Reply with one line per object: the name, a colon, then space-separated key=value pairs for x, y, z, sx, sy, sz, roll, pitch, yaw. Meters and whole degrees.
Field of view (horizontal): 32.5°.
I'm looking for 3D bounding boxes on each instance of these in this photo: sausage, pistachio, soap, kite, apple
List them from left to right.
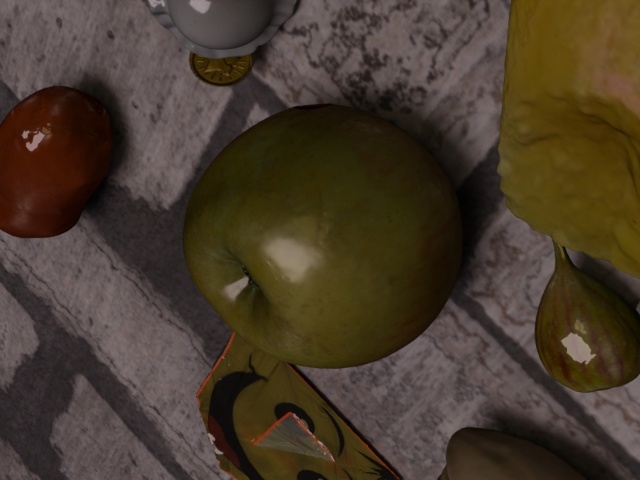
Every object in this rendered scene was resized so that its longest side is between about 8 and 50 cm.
sausage: x=-0.328 y=-0.088 z=1.290 sx=0.133 sy=0.133 sz=0.258 roll=51 pitch=142 yaw=4
kite: x=-0.030 y=0.262 z=1.339 sx=0.327 sy=0.013 sz=0.378 roll=2 pitch=117 yaw=42
apple: x=0.000 y=0.000 z=0.988 sx=0.261 sy=0.194 sz=0.261 roll=31 pitch=141 yaw=29
pistachio: x=0.198 y=0.266 z=1.026 sx=0.215 sy=0.144 sz=0.144 roll=35 pitch=137 yaw=32
soap: x=0.261 y=-0.119 z=0.716 sx=0.306 sy=0.115 sz=0.427 roll=29 pitch=134 yaw=30

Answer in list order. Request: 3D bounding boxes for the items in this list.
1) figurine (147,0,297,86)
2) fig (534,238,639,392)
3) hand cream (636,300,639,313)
figurine: x=-0.086 y=-0.241 z=0.953 sx=0.143 sy=0.143 sz=0.271 roll=25 pitch=130 yaw=30
fig: x=0.199 y=0.054 z=0.915 sx=0.166 sy=0.093 sz=0.093 roll=50 pitch=140 yaw=3
hand cream: x=0.344 y=0.108 z=0.842 sx=0.224 sy=0.048 sz=0.083 roll=33 pitch=101 yaw=23
